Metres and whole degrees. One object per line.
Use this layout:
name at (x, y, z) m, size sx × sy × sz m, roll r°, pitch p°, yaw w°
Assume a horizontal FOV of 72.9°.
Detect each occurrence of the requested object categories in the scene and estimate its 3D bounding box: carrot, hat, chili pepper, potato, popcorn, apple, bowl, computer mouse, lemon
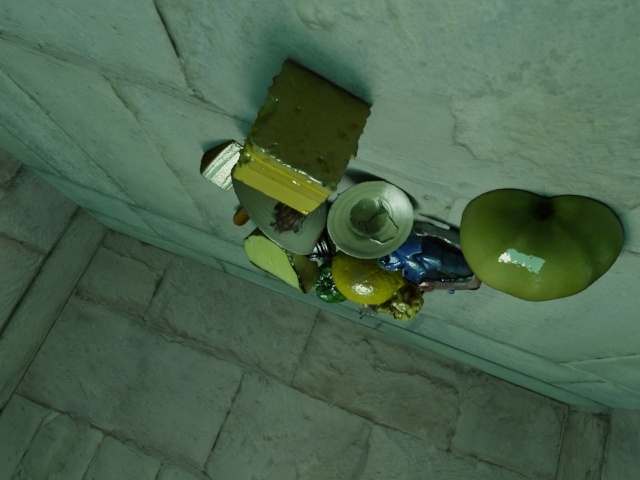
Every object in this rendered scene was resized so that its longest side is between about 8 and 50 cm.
carrot at (-0.325, -0.110, 1.845) m, size 0.067 × 0.067 × 0.225 m, roll 27°, pitch 160°, yaw -17°
hat at (0.139, -0.078, 1.280) m, size 0.252 × 0.252 × 0.110 m, roll 27°, pitch -158°, yaw -15°
chili pepper at (0.083, 0.186, 2.073) m, size 0.168 × 0.213 × 0.385 m, roll -28°, pitch 170°, yaw 11°
potato at (-0.149, 0.017, 1.853) m, size 0.331 × 0.212 × 0.280 m, roll 25°, pitch 147°, yaw 22°
popcorn at (0.349, 0.266, 1.940) m, size 0.218 × 0.189 × 0.169 m, roll 12°, pitch 157°, yaw 24°
apple at (0.541, 0.001, 1.107) m, size 0.320 × 0.311 × 0.360 m, roll -29°, pitch 150°, yaw 6°
bowl at (-0.076, -0.137, 1.223) m, size 0.158 × 0.337 × 0.337 m, roll -38°, pitch 129°, yaw 22°
computer mouse at (0.247, 0.278, 2.144) m, size 0.115 × 0.199 × 0.389 m, roll -1°, pitch 159°, yaw 7°
lemon at (0.175, 0.117, 1.624) m, size 0.268 × 0.267 × 0.267 m, roll 20°, pitch 162°, yaw 7°

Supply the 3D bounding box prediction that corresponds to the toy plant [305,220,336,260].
toy plant at (0.034, -0.032, 1.494) m, size 0.235 × 0.175 × 0.218 m, roll -17°, pitch 162°, yaw 8°

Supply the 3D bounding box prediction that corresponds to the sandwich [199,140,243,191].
sandwich at (-0.296, -0.272, 1.418) m, size 0.187 × 0.144 × 0.117 m, roll -37°, pitch 127°, yaw 28°

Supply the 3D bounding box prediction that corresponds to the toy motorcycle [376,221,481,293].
toy motorcycle at (0.359, 0.044, 1.386) m, size 0.319 × 0.240 × 0.182 m, roll 17°, pitch -157°, yaw -4°

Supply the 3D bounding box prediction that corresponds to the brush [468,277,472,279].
brush at (0.540, 0.131, 1.594) m, size 0.337 × 0.020 × 0.085 m, roll 8°, pitch 158°, yaw 37°

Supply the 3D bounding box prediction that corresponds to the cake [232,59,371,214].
cake at (-0.060, -0.207, 0.989) m, size 0.228 × 0.222 × 0.286 m, roll 28°, pitch 162°, yaw -11°
